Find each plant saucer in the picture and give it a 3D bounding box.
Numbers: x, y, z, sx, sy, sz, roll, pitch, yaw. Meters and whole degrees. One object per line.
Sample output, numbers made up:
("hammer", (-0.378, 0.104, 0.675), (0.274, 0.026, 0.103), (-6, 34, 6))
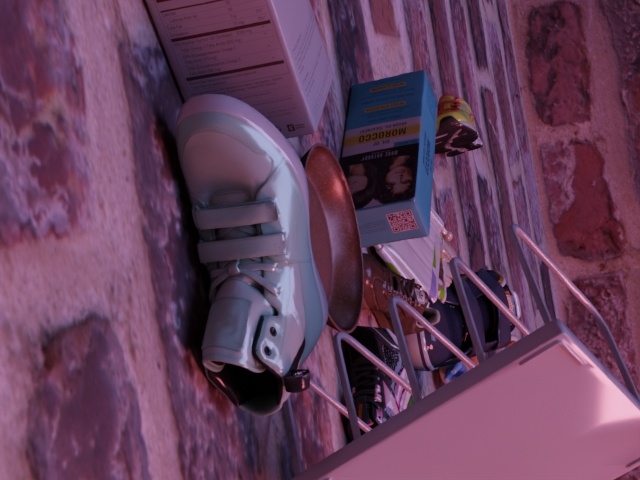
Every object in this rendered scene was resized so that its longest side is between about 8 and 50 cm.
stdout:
("plant saucer", (0.000, 0.000, 1.337), (0.198, 0.036, 0.198), (-9, 90, -74))

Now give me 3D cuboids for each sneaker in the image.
("sneaker", (-0.060, 0.018, 1.029), (0.151, 0.094, 0.255), (-69, 145, -54))
("sneaker", (0.089, 0.059, 1.537), (0.188, 0.071, 0.066), (50, 35, -60))
("sneaker", (0.201, 0.102, 1.799), (0.321, 0.128, 0.126), (-19, 100, -72))
("sneaker", (0.059, 0.177, 1.391), (0.077, 0.072, 0.178), (4, 72, -62))
("sneaker", (0.205, -0.190, 2.064), (0.208, 0.082, 0.094), (12, 63, -79))

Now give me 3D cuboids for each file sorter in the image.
("file sorter", (0.126, 0.143, 1.161), (0.193, 0.278, 0.173), (42, 23, -36))

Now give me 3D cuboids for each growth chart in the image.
("growth chart", (0.126, 0.001, 1.696), (0.172, 0.021, 0.237), (54, 25, -20))

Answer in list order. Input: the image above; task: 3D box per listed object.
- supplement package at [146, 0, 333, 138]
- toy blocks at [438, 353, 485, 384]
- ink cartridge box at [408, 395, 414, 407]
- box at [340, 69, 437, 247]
("supplement package", (-0.068, -0.182, 1.084), (0.105, 0.105, 0.179), (-74, 150, -53))
("toy blocks", (0.210, 0.218, 1.883), (0.148, 0.054, 0.123), (-27, 106, -73))
("ink cartridge box", (0.151, 0.273, 1.587), (0.189, 0.097, 0.255), (-51, 131, -68))
("box", (0.080, -0.100, 1.543), (0.244, 0.101, 0.060), (-82, 155, -46))
